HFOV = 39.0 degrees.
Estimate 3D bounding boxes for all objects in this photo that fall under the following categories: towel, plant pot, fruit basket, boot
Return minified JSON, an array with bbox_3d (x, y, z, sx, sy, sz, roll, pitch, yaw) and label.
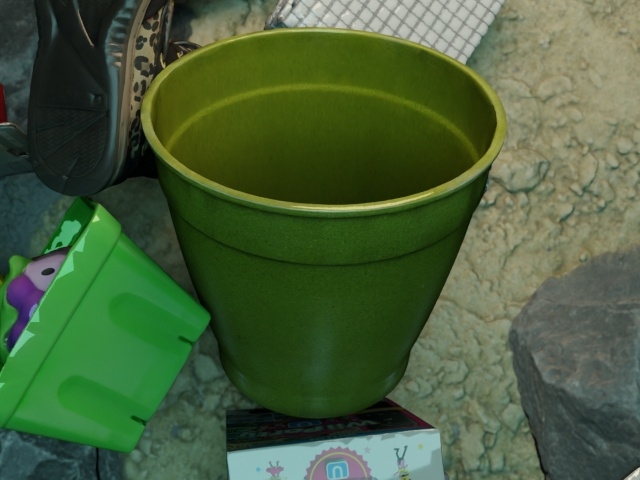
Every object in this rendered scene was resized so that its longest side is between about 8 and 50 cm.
[{"bbox_3d":[0.093,-0.316,1.153,0.235,0.121,0.284,35,81,-19],"label":"towel"},{"bbox_3d":[0.000,0.000,1.019,0.366,0.366,0.353,-3,128,-6],"label":"plant pot"},{"bbox_3d":[-0.347,0.062,0.995,0.392,0.392,0.283,31,85,-4],"label":"fruit basket"},{"bbox_3d":[-0.204,-0.236,1.048,0.138,0.284,0.377,8,94,12],"label":"boot"}]

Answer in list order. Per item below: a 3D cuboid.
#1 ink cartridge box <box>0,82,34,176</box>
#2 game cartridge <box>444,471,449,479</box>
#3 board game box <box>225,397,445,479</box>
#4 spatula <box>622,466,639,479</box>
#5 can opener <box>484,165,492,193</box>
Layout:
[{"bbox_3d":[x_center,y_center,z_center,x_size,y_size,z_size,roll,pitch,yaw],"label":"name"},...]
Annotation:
[{"bbox_3d":[-0.456,-0.145,1.023,0.272,0.309,0.130,-7,88,-7],"label":"ink cartridge box"},{"bbox_3d":[-0.001,0.421,1.169,0.355,0.068,0.230,-4,92,-6],"label":"game cartridge"},{"bbox_3d":[0.004,0.253,1.052,0.224,0.303,0.097,-5,88,-7],"label":"board game box"},{"bbox_3d":[0.412,0.446,1.231,0.242,0.019,0.168,-43,97,-5],"label":"spatula"},{"bbox_3d":[0.089,-0.109,1.209,0.283,0.076,0.095,10,54,-5],"label":"can opener"}]
